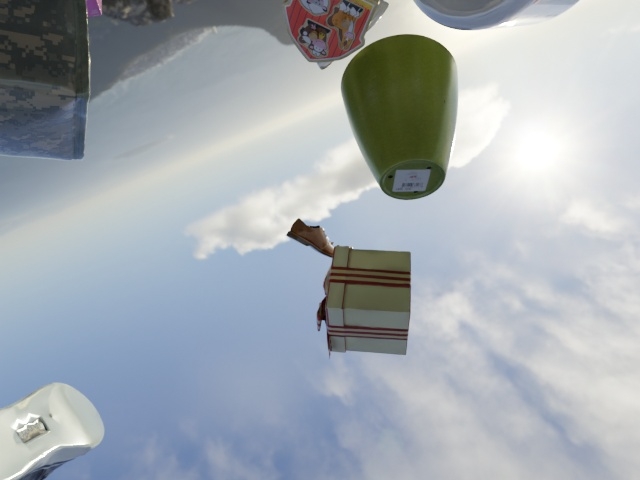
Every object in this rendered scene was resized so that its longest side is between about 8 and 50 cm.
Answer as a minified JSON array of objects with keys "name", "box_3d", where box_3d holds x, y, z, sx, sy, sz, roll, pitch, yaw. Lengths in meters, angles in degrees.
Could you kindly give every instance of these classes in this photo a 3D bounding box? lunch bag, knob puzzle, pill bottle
[{"name":"lunch bag","box_3d":[-0.409,-0.190,0.595,0.235,0.169,0.287,-2,169,-28]},{"name":"knob puzzle","box_3d":[0.006,-0.452,1.042,0.213,0.213,0.030,-14,-134,34]},{"name":"pill bottle","box_3d":[0.283,-0.416,0.698,0.210,0.210,0.363,-10,-167,42]}]

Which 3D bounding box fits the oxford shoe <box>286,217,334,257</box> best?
[{"name":"oxford shoe","box_3d":[0.000,0.000,1.477,0.076,0.212,0.076,19,-99,55]}]

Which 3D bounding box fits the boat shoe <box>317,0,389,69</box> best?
[{"name":"boat shoe","box_3d":[0.081,-0.645,1.495,0.277,0.096,0.098,-39,-164,11]}]

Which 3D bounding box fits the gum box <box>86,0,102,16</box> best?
[{"name":"gum box","box_3d":[-0.633,-0.685,1.309,0.062,0.107,0.188,-16,-132,-10]}]

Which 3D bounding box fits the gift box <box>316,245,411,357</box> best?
[{"name":"gift box","box_3d":[0.125,0.194,1.423,0.258,0.276,0.255,4,-138,7]}]

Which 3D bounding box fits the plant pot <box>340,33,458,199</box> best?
[{"name":"plant pot","box_3d":[0.189,-0.246,1.090,0.274,0.275,0.294,-17,-124,23]}]

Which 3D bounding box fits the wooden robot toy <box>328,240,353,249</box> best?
[{"name":"wooden robot toy","box_3d":[0.083,0.055,1.708,0.079,0.173,0.076,-29,-155,2]}]

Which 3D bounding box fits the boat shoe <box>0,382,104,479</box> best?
[{"name":"boat shoe","box_3d":[-0.238,0.161,0.367,0.083,0.065,0.183,-35,171,-5]}]
